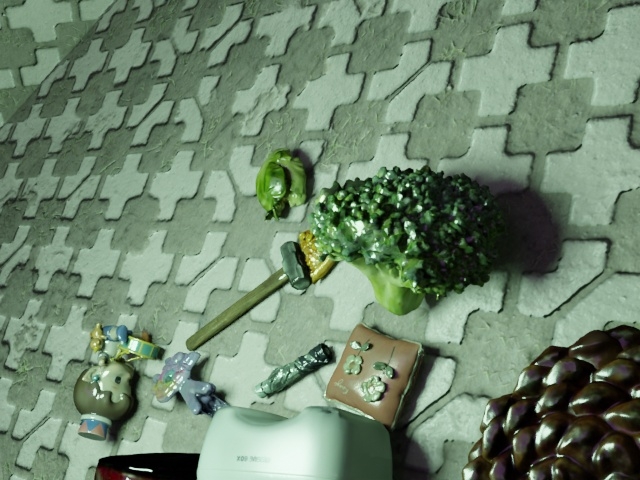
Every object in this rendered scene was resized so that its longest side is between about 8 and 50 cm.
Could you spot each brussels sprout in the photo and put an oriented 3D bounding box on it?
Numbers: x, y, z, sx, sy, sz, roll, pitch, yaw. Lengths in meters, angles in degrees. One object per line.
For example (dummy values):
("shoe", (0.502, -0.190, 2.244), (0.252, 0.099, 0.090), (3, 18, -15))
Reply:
("brussels sprout", (-0.099, -0.132, 1.850), (0.139, 0.101, 0.181), (-36, 57, 47))

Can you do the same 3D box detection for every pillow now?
("pillow", (0.094, 0.246, 1.490), (0.179, 0.075, 0.171), (17, 80, 46))

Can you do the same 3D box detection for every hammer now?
("hammer", (-0.174, 0.141, 1.801), (0.365, 0.043, 0.111), (-37, 49, 22))

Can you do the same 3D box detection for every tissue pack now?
("tissue pack", (-0.049, 0.420, 1.409), (0.333, 0.229, 0.235), (-9, 66, 38))

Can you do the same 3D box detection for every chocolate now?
("chocolate", (-0.306, 0.522, 1.580), (0.284, 0.284, 0.186), (-7, 79, 38))

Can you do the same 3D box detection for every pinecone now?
("pinecone", (0.397, 0.302, 1.006), (0.398, 0.398, 0.397), (-20, 56, 32))

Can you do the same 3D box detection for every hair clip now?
("hair clip", (-0.293, 0.315, 1.776), (0.278, 0.090, 0.137), (22, 74, 44))

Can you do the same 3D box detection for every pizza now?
("pizza", (0.000, 0.000, 1.727), (0.131, 0.041, 0.178), (28, 87, 47))

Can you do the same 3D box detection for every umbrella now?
("umbrella", (-0.059, 0.264, 1.631), (0.188, 0.050, 0.046), (-32, 29, 24))

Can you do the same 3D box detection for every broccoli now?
("broccoli", (0.149, -0.018, 1.432), (0.272, 0.324, 0.334), (-49, -1, 38))

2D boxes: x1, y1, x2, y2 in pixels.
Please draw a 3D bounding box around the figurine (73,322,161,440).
("figurine", (-0.491, 0.334, 1.895), (0.158, 0.161, 0.275), (17, 83, 23))
